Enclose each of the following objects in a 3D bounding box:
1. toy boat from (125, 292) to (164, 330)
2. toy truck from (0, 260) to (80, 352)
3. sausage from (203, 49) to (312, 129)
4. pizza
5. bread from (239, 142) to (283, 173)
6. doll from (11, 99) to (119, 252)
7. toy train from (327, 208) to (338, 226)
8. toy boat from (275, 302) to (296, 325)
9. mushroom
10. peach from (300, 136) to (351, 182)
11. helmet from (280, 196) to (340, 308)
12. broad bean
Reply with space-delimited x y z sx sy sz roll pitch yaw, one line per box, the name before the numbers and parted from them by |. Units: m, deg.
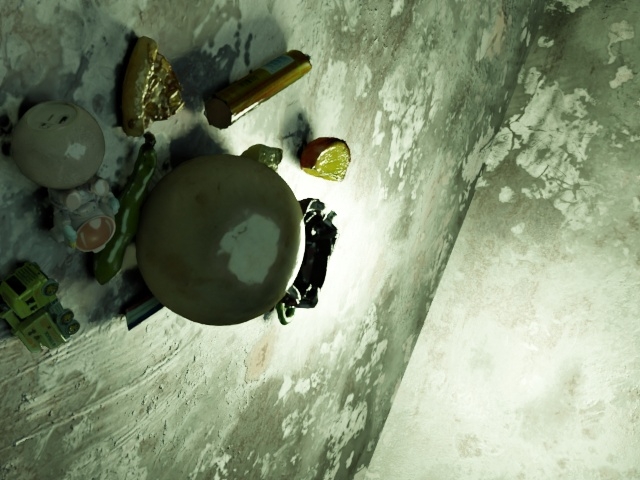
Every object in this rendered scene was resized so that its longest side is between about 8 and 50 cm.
toy boat | -0.338 0.124 1.608 0.229 0.080 0.045 -33 100 -47
toy truck | -0.494 0.124 1.296 0.100 0.077 0.168 -40 144 -26
sausage | -0.124 -0.361 1.696 0.371 0.082 0.082 -45 143 -44
pizza | -0.311 -0.274 1.408 0.161 0.063 0.182 19 88 -65
bread | -0.150 -0.144 1.727 0.086 0.125 0.156 18 67 -55
doll | -0.417 -0.092 1.251 0.151 0.151 0.287 -50 153 -37
toy train | 0.000 0.000 2.184 0.207 0.047 0.043 -61 153 -19
toy boat | -0.089 0.139 2.095 0.104 0.052 0.210 -20 123 -60
mushroom | -0.214 -0.004 1.570 0.363 0.295 0.362 -6 103 -29
peach | 0.004 -0.216 2.010 0.172 0.092 0.127 -19 118 -44
helmet | -0.090 0.021 1.852 0.338 0.197 0.270 43 63 -66
broad bean | -0.372 -0.060 1.414 0.098 0.056 0.317 -28 138 -73
